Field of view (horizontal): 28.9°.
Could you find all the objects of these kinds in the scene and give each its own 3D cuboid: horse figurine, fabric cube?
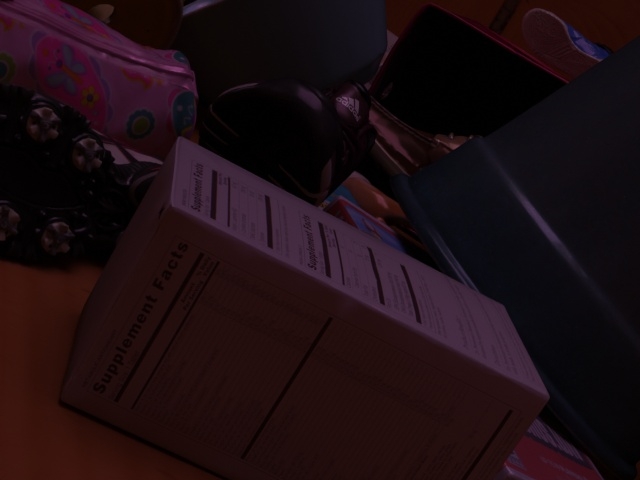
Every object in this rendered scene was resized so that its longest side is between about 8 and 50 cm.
[{"bbox_3d":[0.041,-0.034,1.331,0.174,0.066,0.263,28,10,-44],"label":"horse figurine"},{"bbox_3d":[0.204,-0.127,1.590,0.259,0.254,0.258,34,15,13],"label":"fabric cube"}]

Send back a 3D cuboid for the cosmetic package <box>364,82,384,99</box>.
[{"bbox_3d":[0.028,-0.153,1.595,0.041,0.115,0.060,38,15,22],"label":"cosmetic package"}]

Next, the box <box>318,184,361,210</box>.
[{"bbox_3d":[0.000,0.000,1.141,0.100,0.060,0.244,25,15,-22],"label":"box"}]

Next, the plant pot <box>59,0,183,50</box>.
[{"bbox_3d":[-0.257,-0.298,1.295,0.254,0.254,0.239,17,35,-44],"label":"plant pot"}]

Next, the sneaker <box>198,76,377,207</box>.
[{"bbox_3d":[-0.010,-0.088,0.967,0.106,0.162,0.281,44,-23,1],"label":"sneaker"}]

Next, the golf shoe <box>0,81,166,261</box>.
[{"bbox_3d":[-0.185,-0.039,0.872,0.120,0.105,0.273,24,-1,44],"label":"golf shoe"}]

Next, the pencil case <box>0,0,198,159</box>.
[{"bbox_3d":[-0.234,-0.146,1.030,0.284,0.124,0.124,20,18,-43],"label":"pencil case"}]

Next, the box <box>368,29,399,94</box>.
[{"bbox_3d":[-0.014,-0.268,1.772,0.311,0.148,0.121,40,-26,35],"label":"box"}]

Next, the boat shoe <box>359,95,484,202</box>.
[{"bbox_3d":[0.155,-0.060,1.409,0.324,0.120,0.122,44,-6,0],"label":"boat shoe"}]

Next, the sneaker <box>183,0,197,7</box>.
[{"bbox_3d":[-0.132,-0.269,1.666,0.295,0.109,0.123,38,7,-1],"label":"sneaker"}]

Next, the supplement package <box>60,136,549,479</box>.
[{"bbox_3d":[-0.011,0.064,0.748,0.244,0.139,0.134,28,16,-14],"label":"supplement package"}]

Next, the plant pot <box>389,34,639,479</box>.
[{"bbox_3d":[0.296,-0.023,1.086,0.341,0.334,0.341,50,10,-12],"label":"plant pot"}]

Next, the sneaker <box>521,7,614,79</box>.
[{"bbox_3d":[0.331,-0.246,1.624,0.152,0.058,0.084,40,20,14],"label":"sneaker"}]

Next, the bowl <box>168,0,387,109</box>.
[{"bbox_3d":[-0.044,-0.238,1.472,0.311,0.311,0.163,-82,149,-74],"label":"bowl"}]

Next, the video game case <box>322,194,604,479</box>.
[{"bbox_3d":[0.120,0.100,0.955,0.204,0.025,0.285,31,21,-46],"label":"video game case"}]
